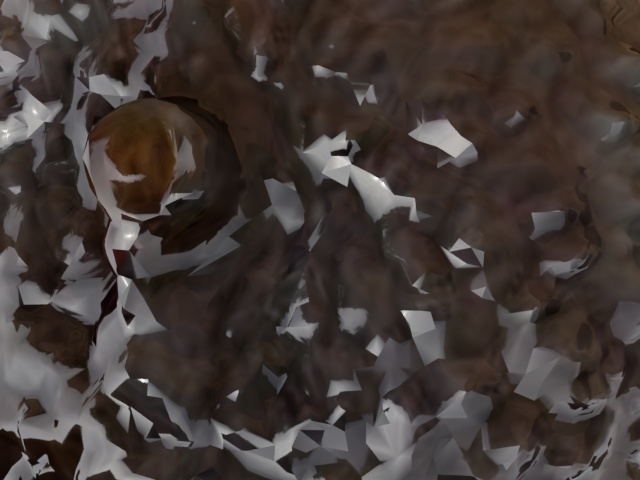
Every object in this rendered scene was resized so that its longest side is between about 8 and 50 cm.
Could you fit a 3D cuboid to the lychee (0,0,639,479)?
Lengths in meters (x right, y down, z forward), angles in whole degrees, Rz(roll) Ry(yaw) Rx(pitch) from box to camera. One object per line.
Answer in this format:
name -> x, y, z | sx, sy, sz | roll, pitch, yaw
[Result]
lychee -> 0.004, -0.002, 0.502 | 0.300, 0.300, 0.300 | 27, -163, -9
